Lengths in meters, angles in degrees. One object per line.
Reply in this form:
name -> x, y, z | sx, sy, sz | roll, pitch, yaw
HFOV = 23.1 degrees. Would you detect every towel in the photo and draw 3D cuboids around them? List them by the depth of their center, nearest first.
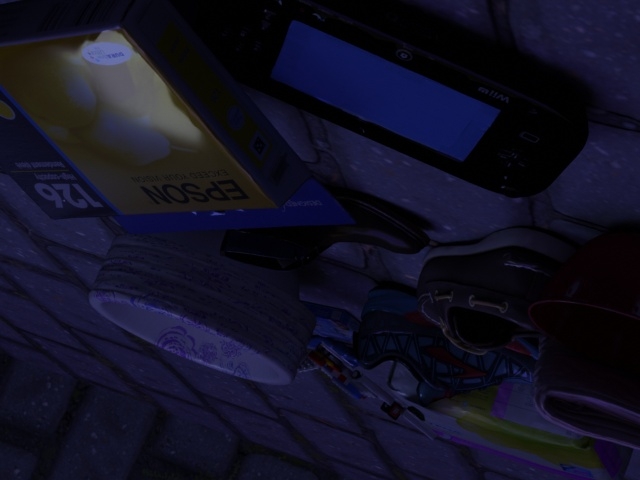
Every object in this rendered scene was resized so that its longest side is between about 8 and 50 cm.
towel -> 0.365, 0.170, 1.576 | 0.317, 0.053, 0.332 | 21, -169, 5

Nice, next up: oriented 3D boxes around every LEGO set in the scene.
LEGO set -> 0.058, 0.199, 1.987 | 0.182, 0.060, 0.244 | 39, 177, 2

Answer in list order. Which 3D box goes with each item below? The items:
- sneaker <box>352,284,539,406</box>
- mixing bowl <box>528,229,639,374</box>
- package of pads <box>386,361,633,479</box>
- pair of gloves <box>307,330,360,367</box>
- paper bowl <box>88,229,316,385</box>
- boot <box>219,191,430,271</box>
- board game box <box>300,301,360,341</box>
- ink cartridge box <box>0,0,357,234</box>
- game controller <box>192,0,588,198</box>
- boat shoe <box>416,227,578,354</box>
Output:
sneaker -> 0.164, 0.154, 1.921 | 0.262, 0.125, 0.104 | 19, 167, 13
mixing bowl -> 0.293, 0.052, 1.453 | 0.181, 0.098, 0.181 | 20, 165, 6
package of pads -> 0.253, 0.225, 2.086 | 0.296, 0.101, 0.229 | 14, 163, 25
pair of gloves -> -0.026, 0.142, 2.342 | 0.159, 0.023, 0.198 | 9, 160, 40
paper bowl -> -0.141, 0.067, 2.011 | 0.284, 0.148, 0.284 | 20, 164, 6
boot -> 0.000, 0.000, 1.666 | 0.219, 0.106, 0.082 | 19, 165, 12
board game box -> 0.018, 0.117, 2.196 | 0.090, 0.020, 0.090 | 10, 162, 38
ink cartridge box -> -0.170, -0.085, 1.363 | 0.304, 0.072, 0.307 | -3, 138, 42
game controller -> 0.053, -0.127, 1.244 | 0.319, 0.067, 0.166 | 23, 165, -4
boat shoe -> 0.173, 0.066, 1.666 | 0.117, 0.096, 0.324 | 26, 164, -13
